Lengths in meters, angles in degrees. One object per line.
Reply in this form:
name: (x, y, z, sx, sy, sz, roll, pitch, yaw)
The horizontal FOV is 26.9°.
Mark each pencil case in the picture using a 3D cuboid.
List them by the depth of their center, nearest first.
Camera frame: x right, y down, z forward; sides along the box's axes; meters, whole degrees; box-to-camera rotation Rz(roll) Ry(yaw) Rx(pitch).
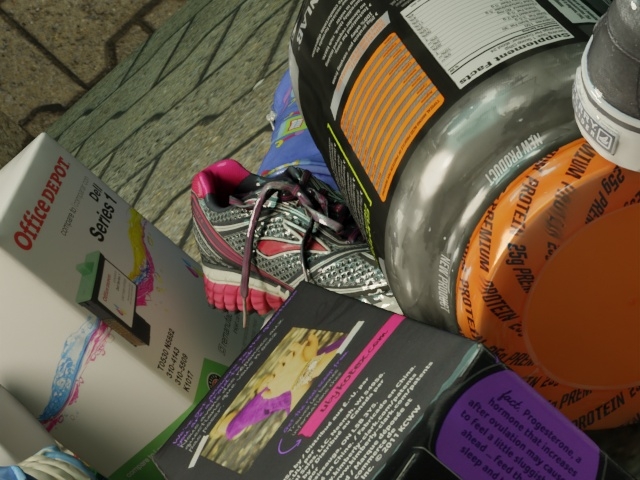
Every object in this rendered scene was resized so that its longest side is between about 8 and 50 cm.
pencil case: (0.002, -0.082, 1.268, 0.133, 0.119, 0.306, -12, 28, 11)

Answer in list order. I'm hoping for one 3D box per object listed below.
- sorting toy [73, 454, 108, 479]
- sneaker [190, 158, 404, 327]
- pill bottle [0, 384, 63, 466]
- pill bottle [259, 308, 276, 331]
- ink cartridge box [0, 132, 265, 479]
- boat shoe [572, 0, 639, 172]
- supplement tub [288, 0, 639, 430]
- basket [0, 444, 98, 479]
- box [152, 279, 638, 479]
sorting toy: (-0.225, 0.228, 1.170, 0.132, 0.046, 0.274, -38, 8, 24)
sneaker: (0.000, 0.000, 1.023, 0.299, 0.112, 0.121, 3, 24, 44)
pill bottle: (-0.350, 0.249, 0.993, 0.334, 0.188, 0.188, -43, 19, -2)
pill bottle: (-0.017, 0.092, 1.053, 0.065, 0.065, 0.116, -45, 18, 9)
ink cartridge box: (-0.190, 0.068, 1.146, 0.117, 0.278, 0.201, -40, 20, 22)
boat shoe: (0.258, -0.119, 0.613, 0.301, 0.102, 0.108, -14, 55, -15)
supplement tub: (0.112, -0.055, 0.788, 0.207, 0.207, 0.338, -43, 33, 13)
basket: (-0.167, 0.261, 0.774, 0.201, 0.255, 0.289, -45, 0, 5)
box: (0.040, 0.134, 0.671, 0.143, 0.165, 0.270, -50, 15, -7)
